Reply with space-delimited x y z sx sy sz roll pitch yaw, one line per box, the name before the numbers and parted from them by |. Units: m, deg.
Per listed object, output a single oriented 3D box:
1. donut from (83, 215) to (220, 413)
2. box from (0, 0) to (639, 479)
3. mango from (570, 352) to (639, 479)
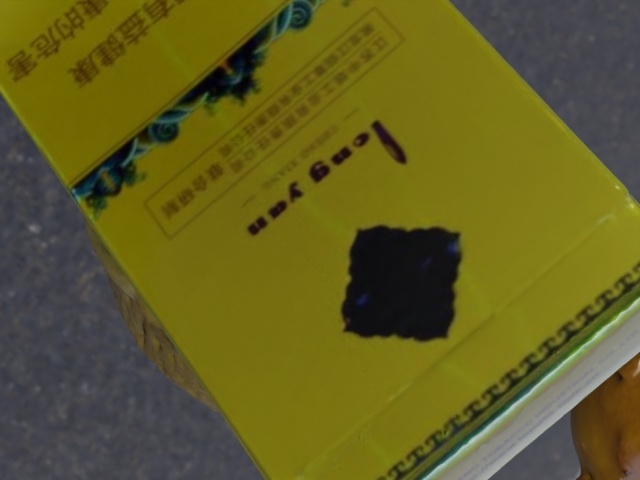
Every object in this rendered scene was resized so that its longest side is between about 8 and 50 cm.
donut | 0.000 0.000 0.757 0.208 0.261 0.128 -44 164 -29
box | -0.011 -0.035 0.544 0.153 0.279 0.041 -40 152 3
mango | 0.289 0.078 1.022 0.287 0.201 0.152 -46 175 -4
